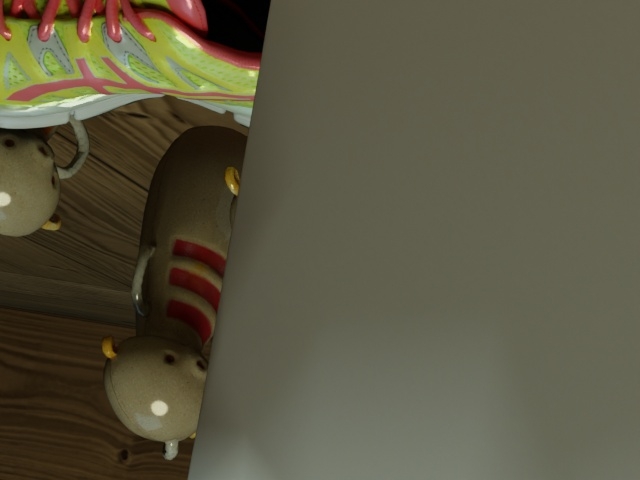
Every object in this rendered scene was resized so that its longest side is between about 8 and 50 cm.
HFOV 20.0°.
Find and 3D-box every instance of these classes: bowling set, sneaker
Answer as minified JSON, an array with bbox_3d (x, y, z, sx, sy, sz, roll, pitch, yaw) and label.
[{"bbox_3d":[0.000,0.000,0.719,0.200,0.154,0.287,-20,131,32],"label":"bowling set"},{"bbox_3d":[-0.064,-0.087,0.625,0.208,0.081,0.094,3,165,0],"label":"sneaker"}]

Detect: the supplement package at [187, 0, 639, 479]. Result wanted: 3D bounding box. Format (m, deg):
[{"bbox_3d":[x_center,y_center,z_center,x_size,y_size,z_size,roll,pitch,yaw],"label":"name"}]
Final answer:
[{"bbox_3d":[0.140,-0.006,0.452,0.198,0.199,0.263,2,169,45],"label":"supplement package"}]
